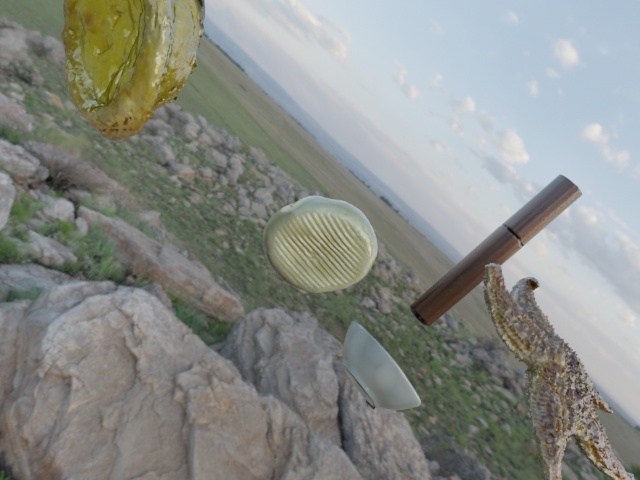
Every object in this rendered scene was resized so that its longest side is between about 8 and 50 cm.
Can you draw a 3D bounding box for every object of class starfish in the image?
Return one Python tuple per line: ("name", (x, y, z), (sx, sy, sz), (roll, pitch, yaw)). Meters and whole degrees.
("starfish", (0.215, 0.125, 0.429), (0.227, 0.043, 0.240), (43, 39, -10))

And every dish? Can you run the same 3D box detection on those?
("dish", (0.086, 0.231, 0.815), (0.191, 0.066, 0.191), (50, -13, 16))

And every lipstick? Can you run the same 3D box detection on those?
("lipstick", (0.308, 0.025, 0.853), (0.057, 0.356, 0.057), (43, 14, -13))

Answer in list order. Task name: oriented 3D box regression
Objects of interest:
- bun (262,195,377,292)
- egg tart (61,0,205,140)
("bun", (0.000, 0.000, 0.927), (0.222, 0.222, 0.127), (40, 24, -12))
("egg tart", (-0.164, -0.181, 0.411), (0.074, 0.191, 0.191), (-2, 43, -50))
